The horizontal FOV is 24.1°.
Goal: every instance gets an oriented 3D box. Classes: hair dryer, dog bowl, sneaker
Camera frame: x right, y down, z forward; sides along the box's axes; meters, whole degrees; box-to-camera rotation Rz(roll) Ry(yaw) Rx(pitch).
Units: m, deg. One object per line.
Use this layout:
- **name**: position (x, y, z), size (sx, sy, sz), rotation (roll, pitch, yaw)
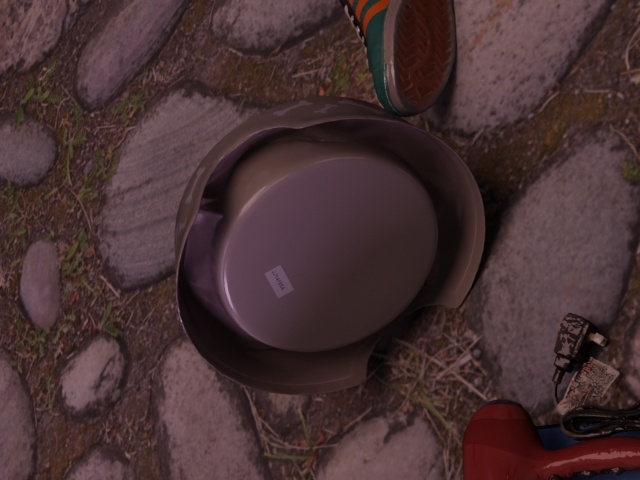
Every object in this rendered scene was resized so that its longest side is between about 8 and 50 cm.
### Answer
- **hair dryer**: position (0.231, 0.206, 1.443), size (0.293, 0.080, 0.223), rotation (-55, 37, -6)
- **dog bowl**: position (0.000, 0.000, 1.633), size (0.349, 0.349, 0.102), rotation (-57, 32, 17)
- **sneaker**: position (0.084, -0.271, 1.794), size (0.121, 0.108, 0.302), rotation (-21, 55, 42)

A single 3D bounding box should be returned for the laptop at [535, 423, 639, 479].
- **laptop**: position (0.213, 0.356, 1.373), size (0.382, 0.408, 0.236), rotation (-14, 101, 44)
